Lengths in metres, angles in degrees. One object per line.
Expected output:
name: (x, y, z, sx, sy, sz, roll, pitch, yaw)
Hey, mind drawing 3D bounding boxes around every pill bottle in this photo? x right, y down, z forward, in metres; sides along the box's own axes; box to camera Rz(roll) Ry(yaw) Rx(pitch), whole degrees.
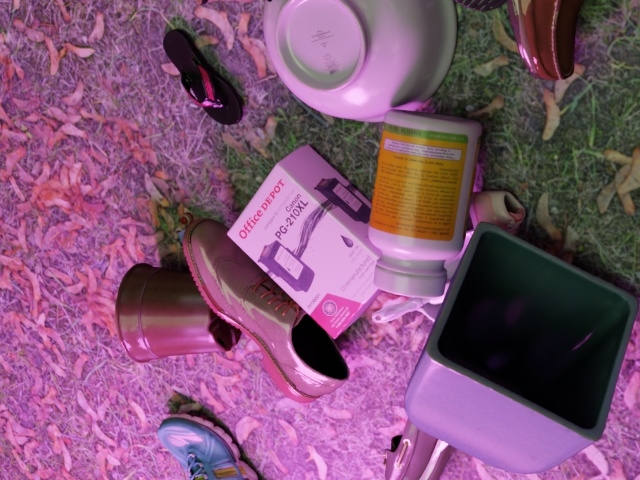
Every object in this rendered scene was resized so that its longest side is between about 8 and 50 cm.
pill bottle: (0.139, -0.051, 1.774, 0.136, 0.136, 0.246, 12, 100, 27)

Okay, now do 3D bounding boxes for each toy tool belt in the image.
toy tool belt: (-0.215, -0.001, 2.103, 0.052, 0.051, 0.083, -23, 97, 36)

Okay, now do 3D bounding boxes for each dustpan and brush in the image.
dustpan and brush: (0.171, 0.081, 1.897, 0.211, 0.060, 0.147, -20, 99, 36)

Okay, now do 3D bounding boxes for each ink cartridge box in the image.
ink cartridge box: (0.000, 0.000, 1.941, 0.237, 0.100, 0.172, 43, 126, 8)

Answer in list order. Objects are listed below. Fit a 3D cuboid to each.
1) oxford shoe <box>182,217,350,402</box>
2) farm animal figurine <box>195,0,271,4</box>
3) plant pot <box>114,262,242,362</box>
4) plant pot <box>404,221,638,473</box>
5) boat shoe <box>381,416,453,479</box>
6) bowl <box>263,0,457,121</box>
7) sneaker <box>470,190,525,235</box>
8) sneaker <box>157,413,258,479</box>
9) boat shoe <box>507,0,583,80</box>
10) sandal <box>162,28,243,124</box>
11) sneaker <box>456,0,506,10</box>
oxford shoe: (-0.074, 0.095, 2.005, 0.348, 0.123, 0.130, 50, 144, -10)
farm animal figurine: (-0.178, -0.508, 1.794, 0.326, 0.172, 0.330, 18, 123, 39)
plant pot: (-0.223, 0.118, 2.105, 0.165, 0.167, 0.167, -2, 110, 23)
plant pot: (0.248, 0.178, 1.766, 0.247, 0.248, 0.252, 27, 142, 0)
boat shoe: (0.151, 0.326, 1.994, 0.091, 0.109, 0.305, 31, 118, 17)
bowl: (0.028, -0.291, 1.775, 0.297, 0.134, 0.298, 13, 117, 27)
sneaker: (0.259, -0.009, 1.810, 0.070, 0.051, 0.134, -10, 101, 40)
sneaker: (-0.185, 0.414, 2.234, 0.275, 0.110, 0.107, 45, 127, 7)
boat shoe: (0.301, -0.358, 1.587, 0.119, 0.122, 0.324, 4, 114, 27)
sandal: (-0.190, -0.246, 1.985, 0.179, 0.040, 0.067, 51, 127, 2)
sneaker: (0.130, -0.438, 1.672, 0.330, 0.146, 0.122, 42, 103, -18)
